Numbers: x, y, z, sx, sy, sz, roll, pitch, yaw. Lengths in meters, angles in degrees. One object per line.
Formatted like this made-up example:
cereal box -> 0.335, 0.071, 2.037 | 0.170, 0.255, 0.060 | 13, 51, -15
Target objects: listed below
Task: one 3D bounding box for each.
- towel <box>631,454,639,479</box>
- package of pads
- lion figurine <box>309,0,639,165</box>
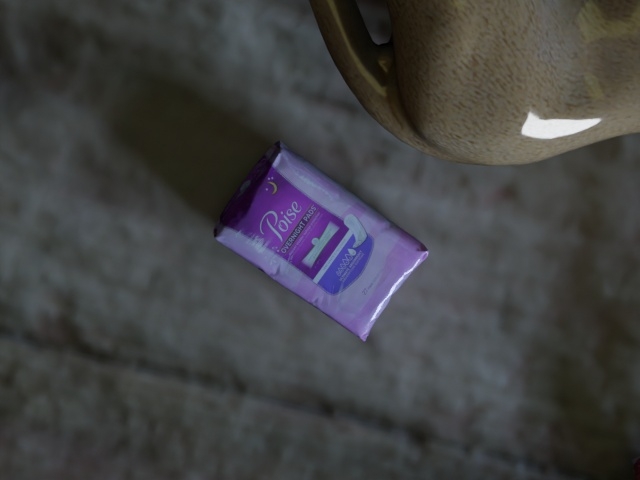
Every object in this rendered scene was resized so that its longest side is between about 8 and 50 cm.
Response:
towel -> 0.313, 0.178, 0.670 | 0.237, 0.037, 0.329 | -30, 102, 37
package of pads -> 0.000, 0.000, 0.685 | 0.083, 0.032, 0.050 | 35, 94, -9
lion figurine -> 0.146, -0.093, 0.636 | 0.392, 0.142, 0.240 | -1, 106, 9
